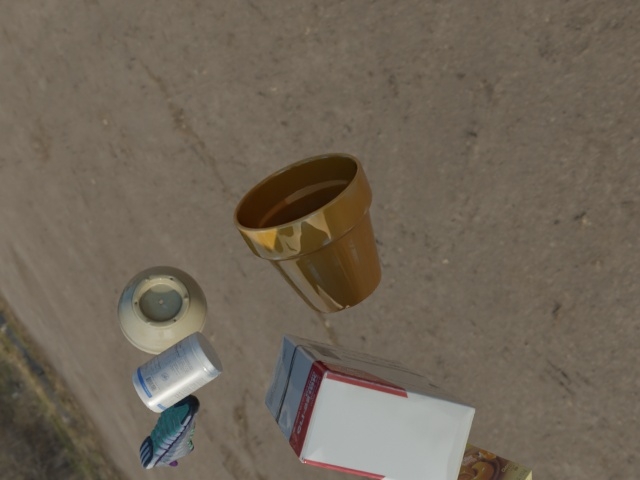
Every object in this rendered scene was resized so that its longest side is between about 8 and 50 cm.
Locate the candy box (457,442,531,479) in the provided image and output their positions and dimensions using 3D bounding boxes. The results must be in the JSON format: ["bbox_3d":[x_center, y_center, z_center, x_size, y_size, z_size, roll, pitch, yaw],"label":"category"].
[{"bbox_3d":[0.234,0.513,1.467,0.183,0.316,0.087,15,128,37],"label":"candy box"}]

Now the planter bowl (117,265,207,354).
[{"bbox_3d":[-0.279,0.114,1.418,0.162,0.162,0.109,55,163,7],"label":"planter bowl"}]

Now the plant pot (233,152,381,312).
[{"bbox_3d":[0.000,0.000,1.214,0.205,0.205,0.187,14,137,52],"label":"plant pot"}]

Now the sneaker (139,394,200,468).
[{"bbox_3d":[-0.299,0.408,1.723,0.223,0.098,0.083,-50,41,28],"label":"sneaker"}]

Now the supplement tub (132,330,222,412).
[{"bbox_3d":[-0.197,0.181,1.104,0.071,0.107,0.071,58,-179,-2],"label":"supplement tub"}]

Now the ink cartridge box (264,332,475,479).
[{"bbox_3d":[0.050,0.217,1.057,0.273,0.197,0.114,-171,97,-76],"label":"ink cartridge box"}]
